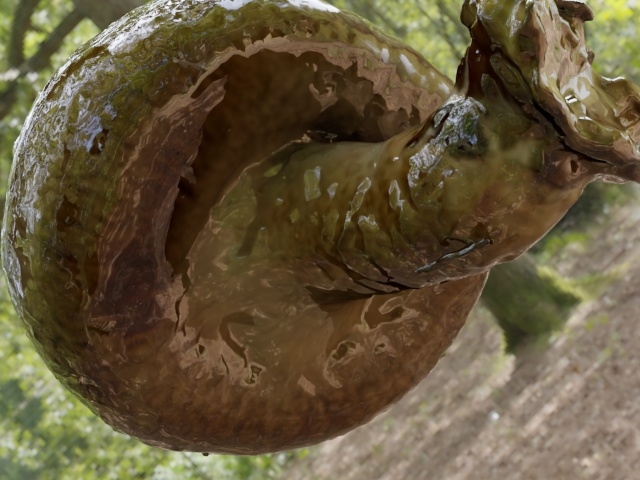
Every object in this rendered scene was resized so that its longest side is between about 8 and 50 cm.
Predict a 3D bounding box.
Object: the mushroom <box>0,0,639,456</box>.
[{"bbox_3d":[0.006,0.003,0.727,0.334,0.356,0.331,-63,-30,0],"label":"mushroom"}]
